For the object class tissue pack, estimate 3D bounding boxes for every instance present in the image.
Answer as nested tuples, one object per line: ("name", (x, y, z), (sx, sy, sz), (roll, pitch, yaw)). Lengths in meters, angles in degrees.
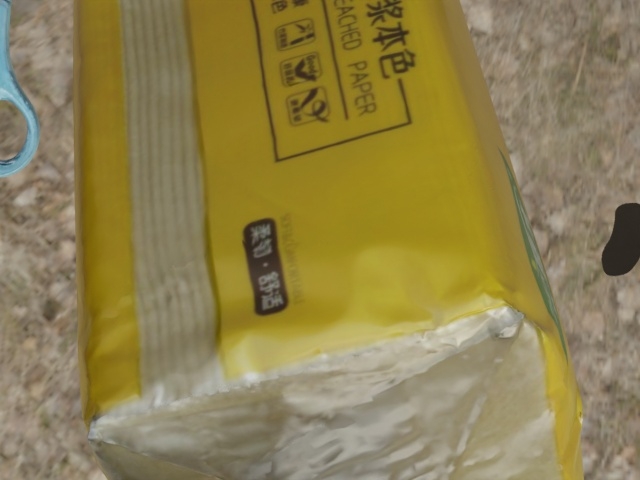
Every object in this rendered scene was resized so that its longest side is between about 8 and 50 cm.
("tissue pack", (0.000, 0.000, 0.783), (0.228, 0.382, 0.293), (-13, 138, 5))

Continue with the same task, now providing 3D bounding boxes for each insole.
("insole", (0.343, -0.002, 1.577), (0.045, 0.135, 0.002), (-2, 127, 21))

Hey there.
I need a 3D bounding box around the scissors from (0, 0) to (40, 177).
("scissors", (-0.393, -0.246, 1.599), (0.180, 0.032, 0.393), (9, 90, -7))
